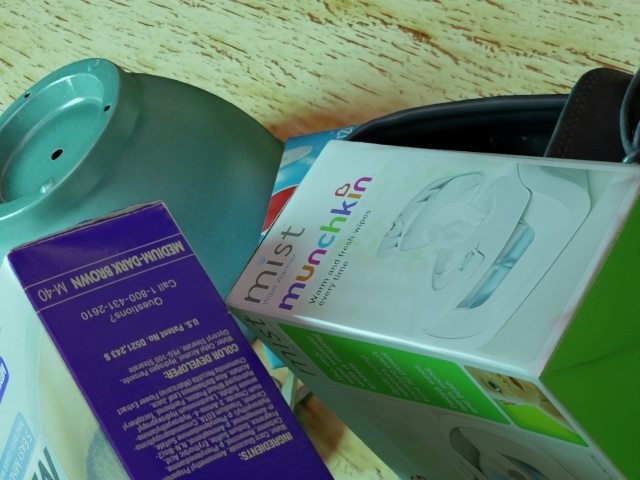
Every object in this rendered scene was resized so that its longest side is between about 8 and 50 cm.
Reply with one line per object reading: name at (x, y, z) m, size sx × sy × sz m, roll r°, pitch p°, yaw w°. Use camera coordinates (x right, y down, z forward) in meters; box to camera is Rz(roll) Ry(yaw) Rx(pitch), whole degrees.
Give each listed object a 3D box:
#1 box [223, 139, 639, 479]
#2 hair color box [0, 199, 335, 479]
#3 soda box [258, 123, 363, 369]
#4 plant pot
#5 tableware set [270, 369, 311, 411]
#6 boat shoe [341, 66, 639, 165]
box at (0.120, 0.074, 0.817) m, size 0.231 × 0.262 × 0.126 m, roll 9°, pitch 60°, yaw 47°
hair color box at (-0.068, 0.171, 0.806) m, size 0.110 × 0.185 × 0.339 m, roll -22°, pitch 68°, yaw -33°
soda box at (0.000, 0.000, 1.129) m, size 0.067 × 0.071 × 0.210 m, roll -10°, pitch 34°, yaw 15°
plant pot at (-0.175, -0.029, 1.265) m, size 0.293 × 0.196 × 0.293 m, roll -26°, pitch 39°, yaw 23°
tableware set at (-0.051, 0.180, 1.066) m, size 0.128 × 0.039 × 0.194 m, roll -40°, pitch 27°, yaw 32°
boat shoe at (0.200, -0.014, 0.924) m, size 0.500 × 0.156 × 0.186 m, roll 3°, pitch 54°, yaw 44°
